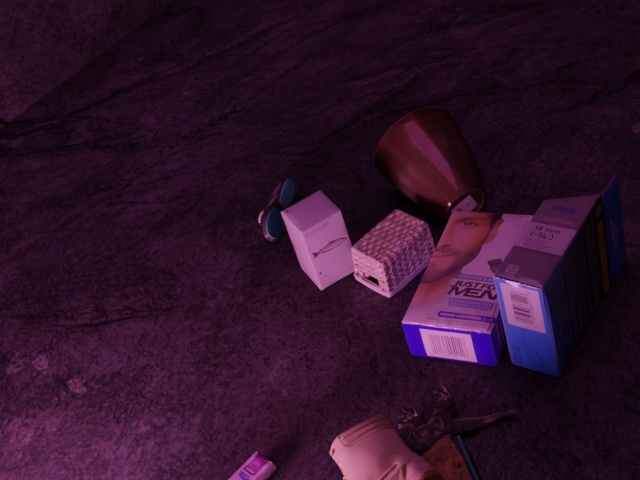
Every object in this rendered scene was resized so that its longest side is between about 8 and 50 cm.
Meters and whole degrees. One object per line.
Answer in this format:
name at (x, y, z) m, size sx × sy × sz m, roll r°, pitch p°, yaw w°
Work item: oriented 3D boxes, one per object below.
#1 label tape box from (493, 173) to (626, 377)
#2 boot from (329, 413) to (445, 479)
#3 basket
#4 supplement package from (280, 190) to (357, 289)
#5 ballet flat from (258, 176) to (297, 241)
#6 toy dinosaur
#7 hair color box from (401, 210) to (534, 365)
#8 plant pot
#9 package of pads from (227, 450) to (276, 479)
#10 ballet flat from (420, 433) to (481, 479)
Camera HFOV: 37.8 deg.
label tape box at (0.464, 0.055, 1.787) m, size 0.106 × 0.240 × 0.333 m, roll 13°, pitch 48°, yaw 35°
boot at (0.060, 0.425, 1.538) m, size 0.262 × 0.095 × 0.203 m, roll -48°, pitch 36°, yaw 1°
basket at (0.159, 0.023, 2.048) m, size 0.167 × 0.103 × 0.113 m, roll -39°, pitch 45°, yaw -24°
supplement package at (0.000, 0.000, 2.077) m, size 0.105 × 0.179 × 0.105 m, roll -29°, pitch 40°, yaw -12°
ballet flat at (-0.111, -0.069, 2.299) m, size 0.074 × 0.074 × 0.203 m, roll 1°, pitch 49°, yaw 22°
toy dinosaur at (0.214, 0.328, 1.709) m, size 0.268 × 0.064 × 0.118 m, roll -16°, pitch 32°, yaw -14°
hair color box at (0.314, 0.088, 1.913) m, size 0.185 × 0.110 × 0.338 m, roll 5°, pitch 43°, yaw 27°
plant pot at (0.274, -0.152, 2.154) m, size 0.215 × 0.215 × 0.230 m, roll -27°, pitch 55°, yaw -9°
package of pads at (-0.127, 0.437, 1.738) m, size 0.050 × 0.032 × 0.083 m, roll 26°, pitch 57°, yaw 38°
ballet flat at (0.231, 0.433, 1.495) m, size 0.123 × 0.123 × 0.348 m, roll -21°, pitch 20°, yaw -3°
